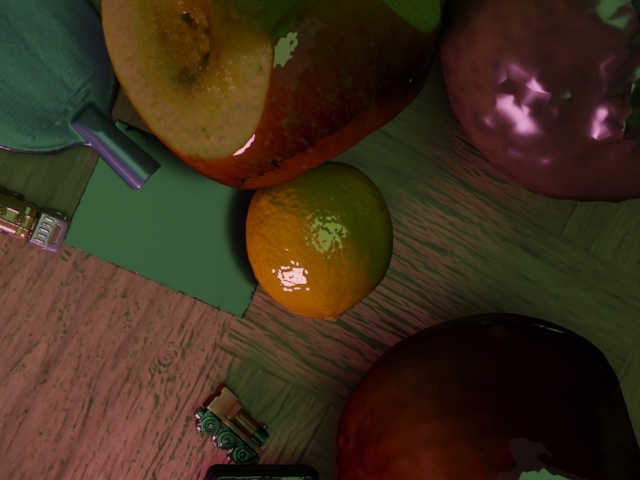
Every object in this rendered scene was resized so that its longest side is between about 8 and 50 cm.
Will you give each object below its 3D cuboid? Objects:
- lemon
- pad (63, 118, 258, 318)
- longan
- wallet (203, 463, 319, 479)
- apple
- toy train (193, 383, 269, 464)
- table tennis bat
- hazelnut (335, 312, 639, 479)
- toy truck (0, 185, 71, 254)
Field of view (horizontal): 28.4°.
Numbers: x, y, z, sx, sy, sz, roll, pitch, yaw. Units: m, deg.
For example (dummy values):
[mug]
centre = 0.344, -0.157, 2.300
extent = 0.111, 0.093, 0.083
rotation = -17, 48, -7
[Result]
[lemon]
centre = 0.000, 0.000, 1.511
extent = 0.178, 0.178, 0.203
rotation = -13, 99, -11
[pad]
centre = -0.172, -0.026, 1.558
extent = 0.246, 0.006, 0.170
rotation = 24, 90, -13
[longan]
centre = 0.330, -0.238, 1.458
extent = 0.391, 0.391, 0.391
rotation = -1, 95, -12
[wallet]
centre = -0.083, 0.395, 1.574
extent = 0.149, 0.044, 0.250
rotation = 4, 106, -11
[apple]
centre = -0.060, -0.248, 1.370
extent = 0.374, 0.384, 0.374
rotation = -1, 97, -6
[toy train]
centre = -0.108, 0.234, 1.576
extent = 0.103, 0.044, 0.064
rotation = 45, 75, -12
[table tennis bat]
centre = -0.322, -0.186, 1.487
extent = 0.329, 0.044, 0.215
rotation = 44, 76, -12
[hazelnut]
centre = 0.219, 0.308, 1.482
extent = 0.402, 0.402, 0.429
rotation = -20, 110, -10
[toy truck]
centre = -0.358, -0.027, 1.489
extent = 0.123, 0.063, 0.052
rotation = 24, 89, -12
